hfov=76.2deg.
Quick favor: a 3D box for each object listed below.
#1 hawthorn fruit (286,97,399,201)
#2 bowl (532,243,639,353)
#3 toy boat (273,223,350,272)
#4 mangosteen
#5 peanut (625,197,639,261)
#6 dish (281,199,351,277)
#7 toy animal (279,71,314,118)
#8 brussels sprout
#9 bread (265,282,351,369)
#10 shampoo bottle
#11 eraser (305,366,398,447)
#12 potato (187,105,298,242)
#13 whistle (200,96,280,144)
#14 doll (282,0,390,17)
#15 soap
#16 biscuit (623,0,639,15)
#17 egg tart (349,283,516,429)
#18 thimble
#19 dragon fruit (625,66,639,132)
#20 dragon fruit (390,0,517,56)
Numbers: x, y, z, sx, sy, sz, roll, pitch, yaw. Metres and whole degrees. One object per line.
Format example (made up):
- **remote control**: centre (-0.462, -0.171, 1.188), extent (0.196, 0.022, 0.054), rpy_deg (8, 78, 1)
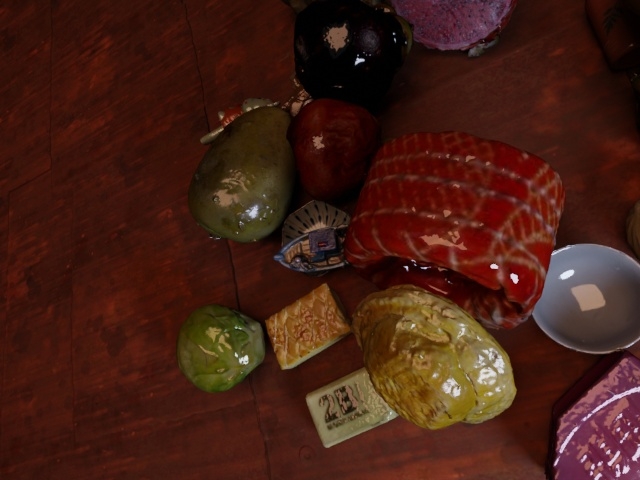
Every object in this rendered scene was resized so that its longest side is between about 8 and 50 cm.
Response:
- **hawthorn fruit**: centre (0.060, -0.215, 0.943), extent (0.266, 0.210, 0.230), rpy_deg (-14, 88, -13)
- **bowl**: centre (0.471, 0.107, 0.729), extent (0.189, 0.086, 0.188), rpy_deg (-7, 72, 24)
- **toy boat**: centre (0.004, 0.019, 0.885), extent (0.223, 0.097, 0.100), rpy_deg (-13, 70, 14)
- **mangosteen**: centre (0.080, -0.423, 0.930), extent (0.288, 0.288, 0.233), rpy_deg (-1, 84, 24)
- **peanut**: centre (0.631, 0.033, 0.642), extent (0.159, 0.143, 0.291), rpy_deg (-41, 61, -17)
- **dish**: centre (0.000, 0.000, 0.979), extent (0.191, 0.066, 0.190), rpy_deg (-5, 75, 18)
- **toy animal**: centre (-0.034, -0.351, 1.080), extent (0.188, 0.089, 0.179), rpy_deg (-32, 78, 2)
- **brussels sprout**: centre (-0.247, 0.255, 0.972), extent (0.223, 0.161, 0.223), rpy_deg (-10, 70, 29)
- **bread**: centre (-0.029, 0.197, 0.940), extent (0.188, 0.068, 0.125), rpy_deg (-33, 65, 13)
- **shampoo bottle**: centre (0.590, -0.466, 0.827), extent (0.086, 0.085, 0.244), rpy_deg (-18, 69, 19)
- **eraser**: centre (0.065, 0.347, 0.865), extent (0.172, 0.058, 0.117), rpy_deg (-30, 67, 14)
- **potato**: centre (-0.184, -0.168, 1.027), extent (0.270, 0.219, 0.358), rpy_deg (6, 69, 31)
- **whistle**: centre (-0.225, -0.334, 1.149), extent (0.253, 0.102, 0.105), rpy_deg (-24, 76, 13)
- **doll**: centre (0.020, -0.684, 1.066), extent (0.350, 0.247, 0.247), rpy_deg (26, 88, 24)
- **soap**: centre (0.474, 0.322, 0.669), extent (0.162, 0.099, 0.250), rpy_deg (43, 96, 20)
- **biscuit**: centre (0.684, -0.426, 0.665), extent (0.351, 0.070, 0.394), rpy_deg (7, 46, 10)
- **egg tart**: centre (0.173, 0.227, 0.720), extent (0.319, 0.318, 0.128), rpy_deg (23, 46, 27)
- **thimble**: centre (0.227, -0.011, 0.730), extent (0.350, 0.350, 0.230), rpy_deg (16, 71, 27)
- **dragon fruit**: centre (0.651, -0.231, 0.679), extent (0.234, 0.234, 0.293), rpy_deg (-30, 46, 15)
- **dragon fruit**: centre (0.318, -0.624, 0.888), extent (0.296, 0.314, 0.262), rpy_deg (20, 69, 19)
